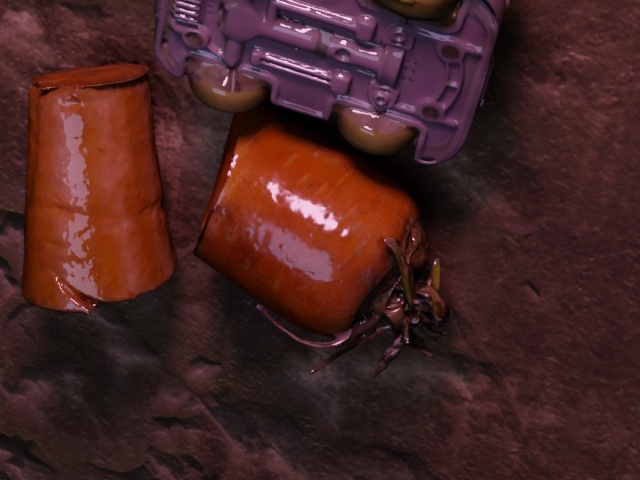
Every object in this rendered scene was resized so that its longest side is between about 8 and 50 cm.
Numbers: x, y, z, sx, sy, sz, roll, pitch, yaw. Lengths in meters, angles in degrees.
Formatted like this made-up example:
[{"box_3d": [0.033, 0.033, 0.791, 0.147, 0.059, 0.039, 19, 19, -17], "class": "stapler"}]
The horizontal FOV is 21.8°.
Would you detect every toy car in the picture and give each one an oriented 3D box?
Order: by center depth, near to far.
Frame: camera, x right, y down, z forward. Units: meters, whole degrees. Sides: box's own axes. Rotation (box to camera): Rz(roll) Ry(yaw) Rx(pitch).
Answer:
[{"box_3d": [0.018, -0.252, 1.655, 0.336, 0.226, 0.242, 15, 140, 3], "class": "toy car"}]

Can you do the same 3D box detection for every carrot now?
[{"box_3d": [0.000, 0.000, 1.775, 0.331, 0.214, 0.193, 31, 128, 6], "class": "carrot"}, {"box_3d": [-0.269, -0.067, 1.895, 0.196, 0.196, 0.254, 4, 112, 26], "class": "carrot"}]
